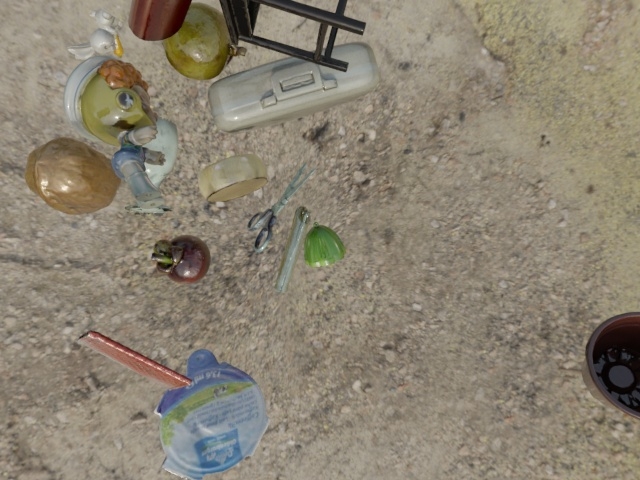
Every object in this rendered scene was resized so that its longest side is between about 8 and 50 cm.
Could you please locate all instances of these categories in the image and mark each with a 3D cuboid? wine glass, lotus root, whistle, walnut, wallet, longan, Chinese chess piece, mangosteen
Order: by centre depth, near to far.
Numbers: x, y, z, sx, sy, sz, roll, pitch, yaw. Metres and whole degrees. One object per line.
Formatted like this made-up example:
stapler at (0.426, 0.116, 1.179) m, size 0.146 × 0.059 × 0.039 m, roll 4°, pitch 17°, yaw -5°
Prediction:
wallet at (-0.333, 0.216, 0.765) m, size 0.196 × 0.103 × 0.020 m, roll 38°, pitch 53°, yaw -21°
longan at (-0.232, -0.397, 0.866) m, size 0.175 × 0.145 × 0.155 m, roll 11°, pitch 74°, yaw -1°
wine glass at (-0.607, -0.270, 1.530) m, size 0.190 × 0.190 × 0.358 m, roll 0°, pitch 90°, yaw -5°
whistle at (-0.099, 0.036, 1.532) m, size 0.057 × 0.068 × 0.327 m, roll 11°, pitch 110°, yaw -24°
Chinese chess piece at (-0.322, -0.227, 1.582) m, size 0.257 × 0.257 × 0.104 m, roll -21°, pitch 88°, yaw -5°
walnut at (-0.994, -0.260, 1.716) m, size 0.305 × 0.344 × 0.307 m, roll -1°, pitch 84°, yaw 9°
mangosteen at (-0.588, 0.073, 1.787) m, size 0.257 × 0.215 × 0.215 m, roll 18°, pitch 87°, yaw -48°
lotus root at (0.000, 0.000, 1.790) m, size 0.186 × 0.186 × 0.186 m, roll 0°, pitch 89°, yaw -5°

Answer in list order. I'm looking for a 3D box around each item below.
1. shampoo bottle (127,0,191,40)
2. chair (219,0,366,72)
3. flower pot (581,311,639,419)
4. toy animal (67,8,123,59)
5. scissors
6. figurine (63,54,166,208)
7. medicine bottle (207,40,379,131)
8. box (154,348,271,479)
shampoo bottle at (-0.230, -0.400, 0.652) m, size 0.102 × 0.260 × 0.064 m, roll -36°, pitch 103°, yaw -27°
chair at (-0.071, -0.299, 0.455) m, size 0.259 × 0.141 × 0.155 m, roll 15°, pitch 92°, yaw -6°
flower pot at (0.331, 0.141, 0.453) m, size 0.111 × 0.089 × 0.111 m, roll -7°, pitch 60°, yaw 12°
toy animal at (-0.746, -0.677, 1.445) m, size 0.127 × 0.131 × 0.182 m, roll 25°, pitch 99°, yaw -6°
scissors at (-0.154, -0.142, 1.665) m, size 0.029 × 0.256 × 0.383 m, roll 34°, pitch 103°, yaw -31°
figurine at (-0.485, -0.262, 1.025) m, size 0.204 × 0.225 × 0.382 m, roll -20°, pitch 62°, yaw -14°
medicine bottle at (-0.064, -0.343, 0.980) m, size 0.374 × 0.282 × 0.123 m, roll -16°, pitch 104°, yaw -4°
box at (-0.298, 0.406, 1.082) m, size 0.262 × 0.206 × 0.292 m, roll -18°, pitch 93°, yaw -25°
